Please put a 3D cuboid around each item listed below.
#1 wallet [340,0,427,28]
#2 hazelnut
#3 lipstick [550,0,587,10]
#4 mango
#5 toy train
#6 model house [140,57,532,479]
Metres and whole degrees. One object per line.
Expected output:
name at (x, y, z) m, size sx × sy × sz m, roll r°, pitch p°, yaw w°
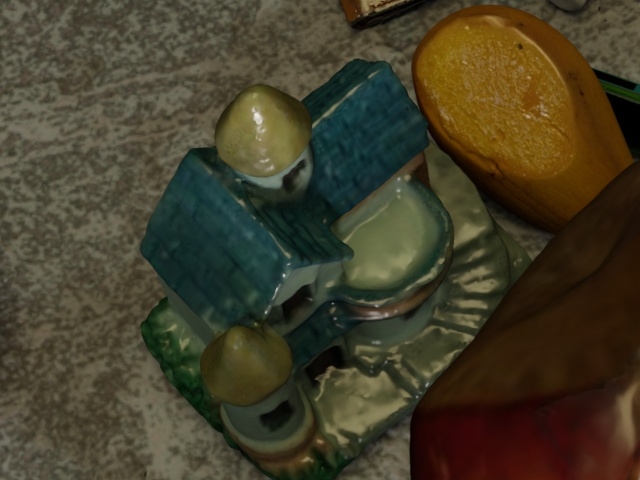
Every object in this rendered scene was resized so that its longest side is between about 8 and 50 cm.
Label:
wallet at (0.090, -0.278, 1.596) m, size 0.195 × 0.042 × 0.161 m, roll -19°, pitch 67°, yaw -2°
hazelnut at (0.263, 0.122, 1.251) m, size 0.359 × 0.359 × 0.409 m, roll 36°, pitch 83°, yaw 19°
lipstick at (0.233, -0.250, 1.570) m, size 0.040 × 0.040 × 0.141 m, roll 29°, pitch 74°, yaw 17°
mango at (0.165, -0.086, 1.452) m, size 0.217 × 0.141 × 0.102 m, roll 48°, pitch 34°, yaw 2°
toy train at (0.201, -0.116, 1.511) m, size 0.209 × 0.044 × 0.042 m, roll 21°, pitch 36°, yaw 14°
model house at (0.000, 0.000, 1.334) m, size 0.267 × 0.325 × 0.194 m, roll -39°, pitch 67°, yaw -10°
